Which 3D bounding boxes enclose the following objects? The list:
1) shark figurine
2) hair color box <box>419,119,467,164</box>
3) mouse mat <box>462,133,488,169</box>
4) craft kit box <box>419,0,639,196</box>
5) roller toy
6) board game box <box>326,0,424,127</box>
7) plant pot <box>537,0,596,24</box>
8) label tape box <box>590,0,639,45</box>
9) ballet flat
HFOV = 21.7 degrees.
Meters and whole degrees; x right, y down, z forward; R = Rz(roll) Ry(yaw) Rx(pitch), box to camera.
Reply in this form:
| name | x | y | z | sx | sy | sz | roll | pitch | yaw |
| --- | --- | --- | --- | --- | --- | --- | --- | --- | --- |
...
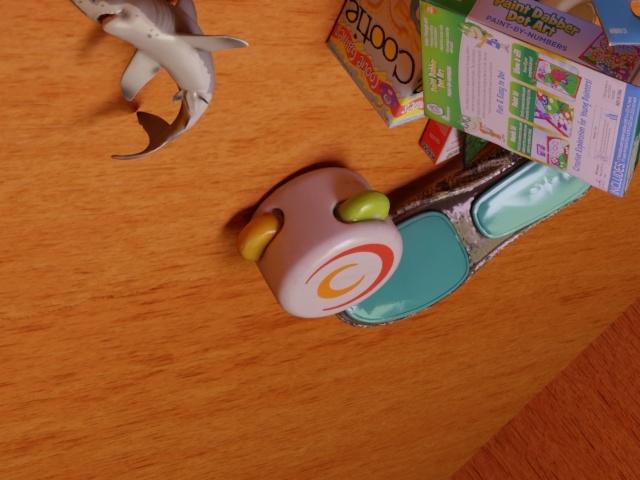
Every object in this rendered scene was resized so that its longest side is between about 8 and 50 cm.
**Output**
| name | x | y | z | sx | sy | sz | roll | pitch | yaw |
| --- | --- | --- | --- | --- | --- | --- | --- | --- | --- |
| shark figurine | -0.148 | -0.190 | 1.720 | 0.166 | 0.116 | 0.278 | -2 | 149 | 4 |
| hair color box | 0.195 | -0.174 | 2.376 | 0.072 | 0.043 | 0.141 | -27 | 157 | -28 |
| mouse mat | 0.253 | -0.181 | 2.423 | 0.153 | 0.007 | 0.190 | -52 | 170 | -6 |
| craft kit box | 0.225 | -0.164 | 1.765 | 0.250 | 0.246 | 0.061 | 81 | 33 | -66 |
| roller toy | 0.000 | 0.000 | 2.293 | 0.209 | 0.146 | 0.191 | -30 | 151 | -1 |
| board game box | 0.138 | -0.281 | 1.906 | 0.142 | 0.144 | 0.275 | -21 | 154 | -33 |
| plant pot | 0.312 | -0.260 | 2.319 | 0.236 | 0.032 | 0.236 | -43 | 157 | -23 |
| label tape box | 0.251 | -0.333 | 1.692 | 0.106 | 0.334 | 0.240 | -22 | 171 | 37 |
| ballet flat | 0.200 | -0.028 | 2.549 | 0.482 | 0.164 | 0.182 | -32 | -158 | -11 |
